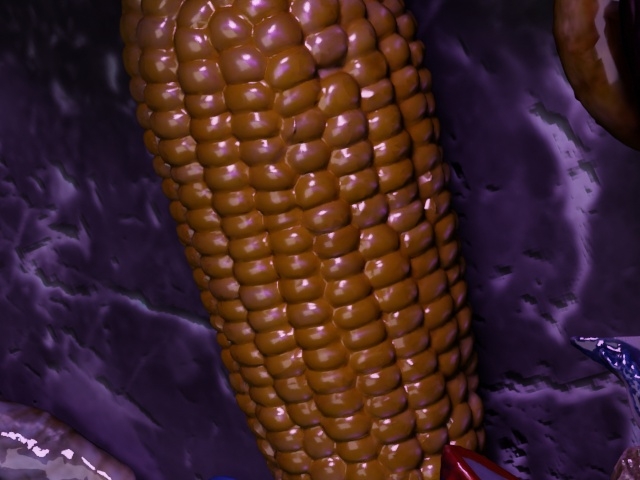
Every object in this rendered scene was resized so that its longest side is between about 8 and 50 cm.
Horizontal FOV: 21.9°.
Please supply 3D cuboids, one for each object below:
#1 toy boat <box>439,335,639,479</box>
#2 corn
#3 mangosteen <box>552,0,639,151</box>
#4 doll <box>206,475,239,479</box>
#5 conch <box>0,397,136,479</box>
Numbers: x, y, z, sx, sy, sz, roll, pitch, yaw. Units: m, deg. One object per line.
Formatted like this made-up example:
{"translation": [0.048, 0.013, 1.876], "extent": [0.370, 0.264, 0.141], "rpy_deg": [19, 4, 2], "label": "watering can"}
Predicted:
{"translation": [0.205, 0.102, 0.710], "extent": [0.318, 0.072, 0.219], "rpy_deg": [-36, 103, 12], "label": "toy boat"}
{"translation": [0.000, 0.000, 0.744], "extent": [0.130, 0.130, 0.347], "rpy_deg": [-5, 108, 29], "label": "corn"}
{"translation": [0.214, -0.079, 0.518], "extent": [0.347, 0.306, 0.307], "rpy_deg": [8, 115, 59], "label": "mangosteen"}
{"translation": [-0.064, 0.190, 0.888], "extent": [0.206, 0.067, 0.110], "rpy_deg": [-38, 74, 22], "label": "doll"}
{"translation": [-0.298, 0.101, 0.923], "extent": [0.386, 0.169, 0.203], "rpy_deg": [33, 145, 16], "label": "conch"}
